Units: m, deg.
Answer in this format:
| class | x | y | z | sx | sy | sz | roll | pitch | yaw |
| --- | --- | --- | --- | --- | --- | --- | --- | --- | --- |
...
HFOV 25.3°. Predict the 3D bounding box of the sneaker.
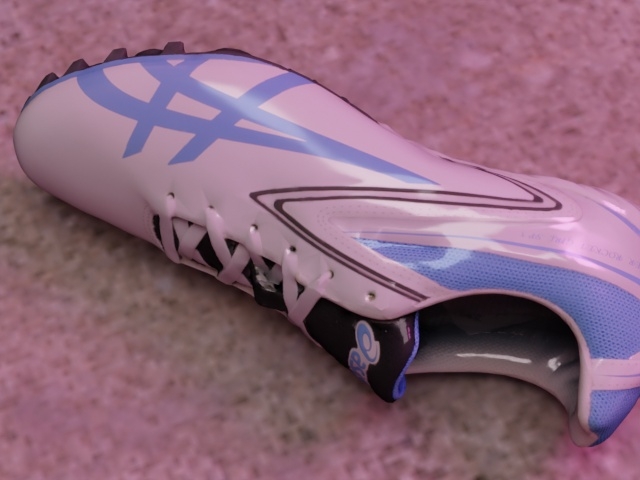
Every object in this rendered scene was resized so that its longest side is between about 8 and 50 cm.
| class | x | y | z | sx | sy | sz | roll | pitch | yaw |
| --- | --- | --- | --- | --- | --- | --- | --- | --- | --- |
| sneaker | 0.000 | 0.000 | 0.475 | 0.237 | 0.085 | 0.086 | 17 | 59 | 11 |
